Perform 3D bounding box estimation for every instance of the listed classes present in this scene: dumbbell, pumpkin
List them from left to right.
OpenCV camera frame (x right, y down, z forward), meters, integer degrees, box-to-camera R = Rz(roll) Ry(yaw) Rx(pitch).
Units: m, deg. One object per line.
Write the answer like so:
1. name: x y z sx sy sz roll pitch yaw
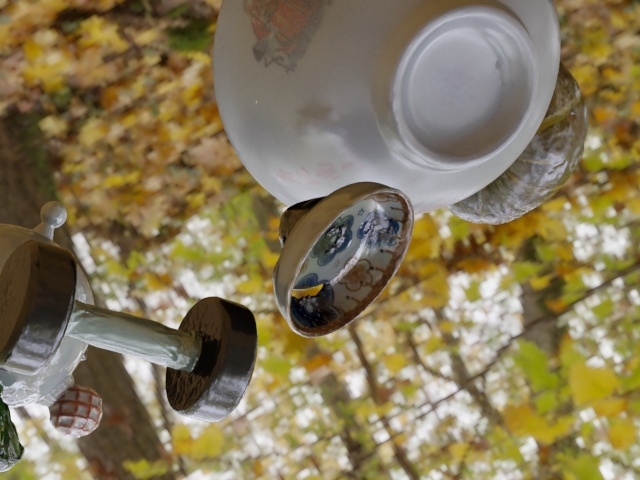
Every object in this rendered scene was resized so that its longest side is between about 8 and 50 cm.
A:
1. dumbbell: -0.149 0.071 1.043 0.100 0.191 0.100 -40 -139 46
2. pumpkin: 0.198 -0.136 1.546 0.219 0.219 0.162 -19 -166 35

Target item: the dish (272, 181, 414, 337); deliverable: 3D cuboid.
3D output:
1. dish: 0.000 0.000 1.101 0.141 0.141 0.078 -36 -124 -26

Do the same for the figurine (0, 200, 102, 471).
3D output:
1. figurine: -0.339 0.127 1.340 0.167 0.281 0.370 -41 -156 49

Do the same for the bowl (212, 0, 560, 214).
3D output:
1. bowl: 0.090 -0.151 1.193 0.346 0.345 0.157 -31 -151 -9
